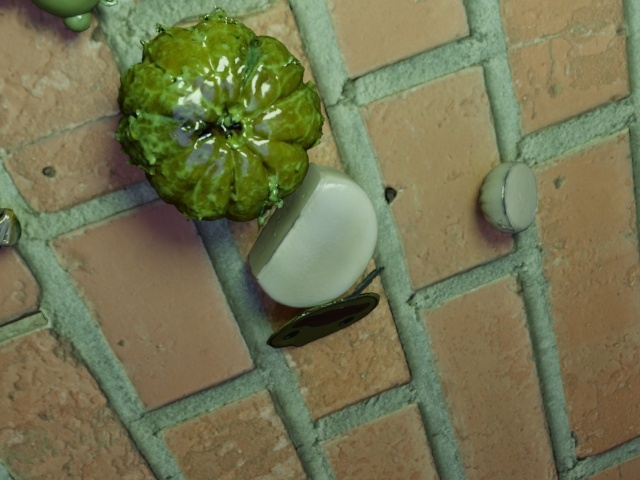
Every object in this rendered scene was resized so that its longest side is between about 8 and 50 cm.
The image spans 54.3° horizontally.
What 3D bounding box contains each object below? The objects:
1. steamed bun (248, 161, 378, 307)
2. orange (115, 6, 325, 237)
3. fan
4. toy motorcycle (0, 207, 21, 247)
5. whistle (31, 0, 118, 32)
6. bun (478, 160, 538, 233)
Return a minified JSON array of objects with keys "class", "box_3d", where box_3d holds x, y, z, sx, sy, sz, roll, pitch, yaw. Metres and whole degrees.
[{"class":"steamed bun","box_3d":[0.000,0.000,1.082,0.164,0.146,0.242,31,102,-19]},{"class":"orange","box_3d":[-0.156,-0.174,0.931,0.301,0.223,0.300,20,90,-22]},{"class":"fan","box_3d":[0.024,0.128,1.107,0.229,0.011,0.335,-10,155,-33]},{"class":"toy motorcycle","box_3d":[-0.557,0.009,0.963,0.229,0.094,0.129,-45,137,17]},{"class":"whistle","box_3d":[-0.410,-0.393,0.835,0.288,0.106,0.131,24,106,-23]},{"class":"bun","box_3d":[0.341,-0.081,1.174,0.138,0.094,0.138,-4,95,-43]}]
